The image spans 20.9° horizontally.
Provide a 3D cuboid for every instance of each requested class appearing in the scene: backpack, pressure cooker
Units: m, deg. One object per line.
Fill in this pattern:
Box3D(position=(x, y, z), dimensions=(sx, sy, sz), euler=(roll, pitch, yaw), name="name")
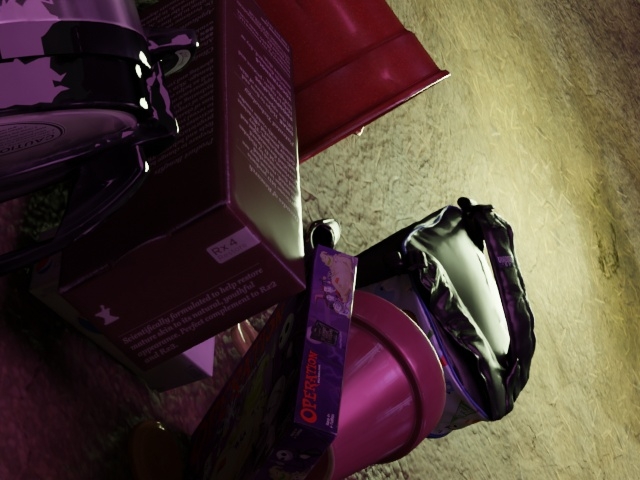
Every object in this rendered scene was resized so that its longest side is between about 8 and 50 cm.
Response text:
Box3D(position=(0.139, 0.114, 2.177), dimensions=(0.263, 0.213, 0.276), euler=(61, 33, -1), name="backpack")
Box3D(position=(-0.318, -0.168, 1.330), dimensions=(0.375, 0.370, 0.420), euler=(-3, 76, -65), name="pressure cooker")

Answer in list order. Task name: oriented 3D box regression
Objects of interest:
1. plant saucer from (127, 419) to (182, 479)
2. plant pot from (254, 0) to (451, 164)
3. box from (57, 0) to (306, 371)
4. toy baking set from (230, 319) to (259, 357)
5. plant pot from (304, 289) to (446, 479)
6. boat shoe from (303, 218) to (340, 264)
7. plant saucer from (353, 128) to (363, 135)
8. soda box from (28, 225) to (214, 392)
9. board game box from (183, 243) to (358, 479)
Box3D(position=(-0.164, 0.221, 1.751), dimensions=(0.083, 0.013, 0.083), euler=(41, 39, -44), name="plant saucer")
Box3D(position=(-0.033, -0.235, 1.988), dimensions=(0.265, 0.272, 0.272), euler=(60, 27, -1), name="plant pot")
Box3D(position=(-0.130, -0.079, 1.683), dimensions=(0.143, 0.191, 0.381), euler=(49, 25, -34), name="box")
Box3D(position=(-0.122, 0.026, 1.853), dimensions=(0.197, 0.030, 0.256), euler=(53, 16, -36), name="toy baking set")
Box3D(position=(0.011, 0.181, 1.930), dimensions=(0.180, 0.201, 0.201), euler=(-36, 105, -47), name="plant pot")
Box3D(position=(0.001, 0.002, 2.176), dimensions=(0.049, 0.042, 0.133), euler=(65, 26, -7), name="boat shoe")
Box3D(position=(0.000, -0.300, 2.365), dimensions=(0.258, 0.047, 0.259), euler=(57, 29, -24), name="plant saucer")
Box3D(position=(-0.193, 0.066, 1.738), dimensions=(0.216, 0.069, 0.074), euler=(45, 37, -42), name="soda box")
Box3D(position=(-0.061, 0.185, 1.644), dimensions=(0.056, 0.347, 0.208), euler=(23, 45, -10), name="board game box")
